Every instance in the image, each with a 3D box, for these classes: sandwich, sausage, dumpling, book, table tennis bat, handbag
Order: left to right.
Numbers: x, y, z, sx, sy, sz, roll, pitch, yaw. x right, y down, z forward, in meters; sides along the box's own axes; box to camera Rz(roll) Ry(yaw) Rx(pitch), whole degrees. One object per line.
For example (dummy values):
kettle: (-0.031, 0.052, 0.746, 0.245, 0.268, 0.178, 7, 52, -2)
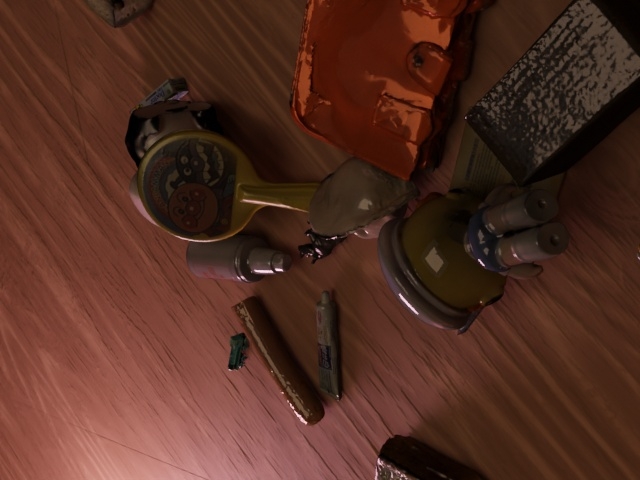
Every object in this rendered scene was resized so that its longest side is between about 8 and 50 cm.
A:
table tennis bat: (-0.168, -0.093, 1.819, 0.368, 0.054, 0.224, 7, 112, 0)
sausage: (-0.087, 0.252, 1.994, 0.066, 0.065, 0.301, -43, 73, 41)
dumpling: (0.064, -0.061, 1.688, 0.247, 0.172, 0.142, 11, 139, 54)
handbag: (0.111, -0.337, 1.588, 0.303, 0.116, 0.410, 29, 122, 30)
sandwich: (0.207, 0.536, 1.808, 0.249, 0.095, 0.273, 23, 119, 34)
book: (0.305, -0.111, 1.562, 0.192, 0.013, 0.168, 28, 121, 32)

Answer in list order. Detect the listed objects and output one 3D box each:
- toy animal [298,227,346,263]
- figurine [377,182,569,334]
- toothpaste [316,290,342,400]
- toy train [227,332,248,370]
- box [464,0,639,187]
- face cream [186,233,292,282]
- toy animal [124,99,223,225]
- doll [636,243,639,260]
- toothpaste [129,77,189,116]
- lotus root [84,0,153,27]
toy animal: (0.000, 0.000, 1.843, 0.065, 0.047, 0.135, 52, 125, 5)
figurine: (0.219, -0.001, 1.486, 0.225, 0.205, 0.382, 62, 153, 15)
toothpaste: (0.015, 0.208, 1.908, 0.060, 0.038, 0.233, 16, 117, 41)
toy train: (-0.181, 0.244, 2.083, 0.029, 0.045, 0.092, 29, 119, 33)
box: (0.367, -0.219, 1.356, 0.143, 0.184, 0.273, 54, 128, 13)
face cream: (-0.157, 0.037, 1.956, 0.251, 0.101, 0.101, 5, 108, 40)
toy animal: (-0.287, -0.147, 1.932, 0.212, 0.212, 0.267, 3, 105, 40)
doll: (0.535, -0.038, 1.327, 0.145, 0.103, 0.316, 45, 138, 41)
toothpaste: (-0.348, -0.297, 2.049, 0.164, 0.046, 0.034, -28, 82, 43)
lotus root: (-0.458, -0.624, 1.975, 0.260, 0.149, 0.267, 40, 144, 30)
